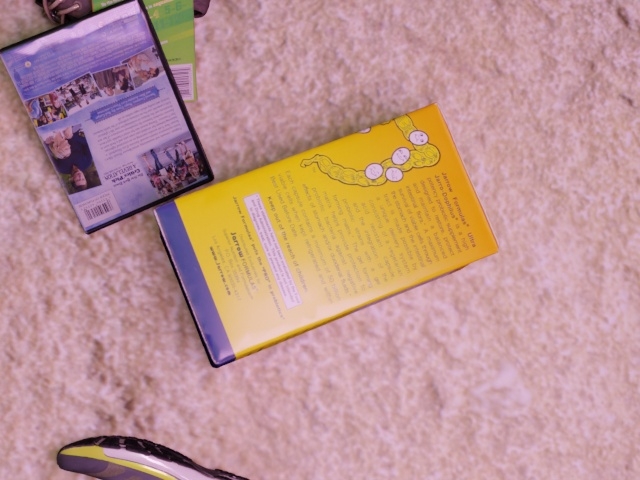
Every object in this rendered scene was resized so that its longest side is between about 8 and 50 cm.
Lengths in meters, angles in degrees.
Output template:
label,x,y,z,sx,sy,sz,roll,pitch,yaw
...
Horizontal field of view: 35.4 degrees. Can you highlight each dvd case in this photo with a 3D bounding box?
label,x,y,z,sx,sy,sz,roll,pitch,yaw
dvd case,-0.258,-0.152,1.241,0.180,0.022,0.253,-25,114,-10

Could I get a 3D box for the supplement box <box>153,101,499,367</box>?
label,x,y,z,sx,sy,sz,roll,pitch,yaw
supplement box,0.000,0.000,1.222,0.357,0.194,0.195,-21,85,-10

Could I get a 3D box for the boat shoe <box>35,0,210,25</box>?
label,x,y,z,sx,sy,sz,roll,pitch,yaw
boat shoe,-0.305,-0.334,1.269,0.356,0.132,0.130,-3,84,-7

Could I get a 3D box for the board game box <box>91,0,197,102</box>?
label,x,y,z,sx,sy,sz,roll,pitch,yaw
board game box,-0.219,-0.290,1.236,0.124,0.039,0.259,-8,125,-15

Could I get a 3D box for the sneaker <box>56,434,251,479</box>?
label,x,y,z,sx,sy,sz,roll,pitch,yaw
sneaker,-0.179,0.321,1.199,0.300,0.111,0.121,22,84,-1
